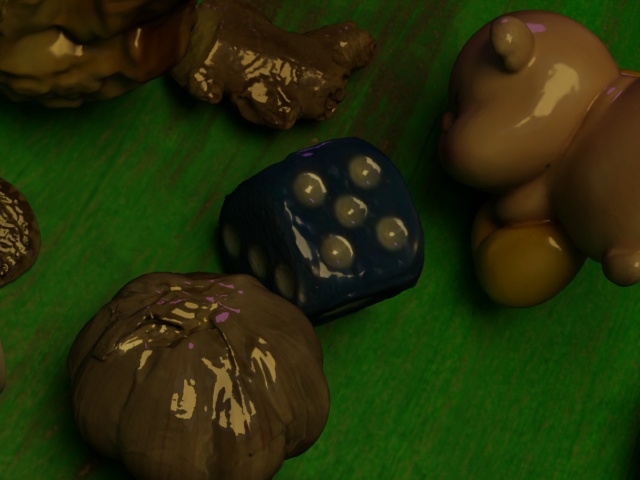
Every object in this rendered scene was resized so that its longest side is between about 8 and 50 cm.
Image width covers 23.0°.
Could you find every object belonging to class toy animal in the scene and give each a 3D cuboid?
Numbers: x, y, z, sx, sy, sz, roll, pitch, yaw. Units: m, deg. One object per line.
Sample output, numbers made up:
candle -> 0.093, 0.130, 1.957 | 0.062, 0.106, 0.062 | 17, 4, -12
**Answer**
toy animal -> 0.206, -0.091, 1.477 | 0.247, 0.345, 0.277 | 42, 92, -17

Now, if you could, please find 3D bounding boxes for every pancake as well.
pancake -> -0.299, -0.009, 1.374 | 0.115, 0.011, 0.115 | 9, 67, -22

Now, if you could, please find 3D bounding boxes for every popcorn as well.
popcorn -> -0.238, -0.229, 1.362 | 0.332, 0.265, 0.225 | -26, 58, 8

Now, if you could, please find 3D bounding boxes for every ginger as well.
ginger -> -0.040, -0.166, 1.525 | 0.213, 0.074, 0.137 | 8, 67, -29

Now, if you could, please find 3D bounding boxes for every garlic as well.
garlic -> -0.103, 0.109, 1.310 | 0.227, 0.152, 0.228 | 8, 33, -6

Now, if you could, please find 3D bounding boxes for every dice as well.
dice -> 0.000, 0.000, 1.432 | 0.143, 0.146, 0.146 | -18, 78, -31

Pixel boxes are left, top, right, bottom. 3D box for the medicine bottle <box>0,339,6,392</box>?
medicine bottle -> -0.353, 0.108, 1.247 | 0.191, 0.107, 0.107 | -13, 76, -29
